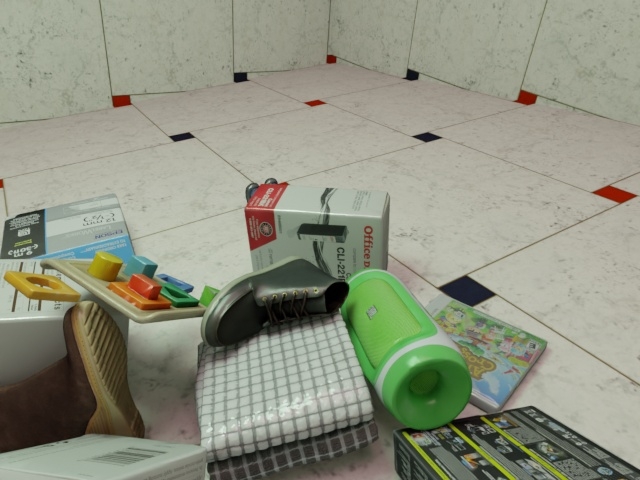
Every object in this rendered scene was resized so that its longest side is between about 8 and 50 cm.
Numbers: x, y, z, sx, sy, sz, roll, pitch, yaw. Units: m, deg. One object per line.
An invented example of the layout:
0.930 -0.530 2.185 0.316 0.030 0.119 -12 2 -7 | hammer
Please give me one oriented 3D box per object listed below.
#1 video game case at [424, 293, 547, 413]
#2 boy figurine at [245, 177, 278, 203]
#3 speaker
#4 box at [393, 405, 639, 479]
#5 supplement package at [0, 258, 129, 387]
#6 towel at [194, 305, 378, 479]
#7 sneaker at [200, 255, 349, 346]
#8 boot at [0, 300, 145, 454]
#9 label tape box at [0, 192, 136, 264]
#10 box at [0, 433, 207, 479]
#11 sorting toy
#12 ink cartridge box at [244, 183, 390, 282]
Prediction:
0.250 0.183 0.836 0.212 0.023 0.193 25 40 37 | video game case
-0.077 -0.078 1.226 0.177 0.092 0.285 -22 37 -29 | boy figurine
0.113 0.146 0.738 0.131 0.131 0.296 -7 20 -8 | speaker
0.230 0.277 0.528 0.216 0.060 0.270 -5 5 -14 | box
-0.459 0.143 0.741 0.293 0.177 0.175 1 26 -27 | supplement package
-0.062 0.207 0.727 0.235 0.121 0.283 -14 29 -6 | towel
-0.064 0.095 0.717 0.118 0.083 0.222 17 38 40 | sneaker
-0.363 0.198 0.636 0.207 0.248 0.090 -5 25 0 | boot
-0.543 0.032 1.054 0.249 0.115 0.348 -16 32 -22 | label tape box
-0.245 0.284 0.505 0.182 0.119 0.181 -2 -14 18 | box
-0.258 0.059 0.687 0.196 0.047 0.348 23 2 17 | sorting toy
0.000 0.000 0.988 0.273 0.197 0.114 4 33 11 | ink cartridge box
